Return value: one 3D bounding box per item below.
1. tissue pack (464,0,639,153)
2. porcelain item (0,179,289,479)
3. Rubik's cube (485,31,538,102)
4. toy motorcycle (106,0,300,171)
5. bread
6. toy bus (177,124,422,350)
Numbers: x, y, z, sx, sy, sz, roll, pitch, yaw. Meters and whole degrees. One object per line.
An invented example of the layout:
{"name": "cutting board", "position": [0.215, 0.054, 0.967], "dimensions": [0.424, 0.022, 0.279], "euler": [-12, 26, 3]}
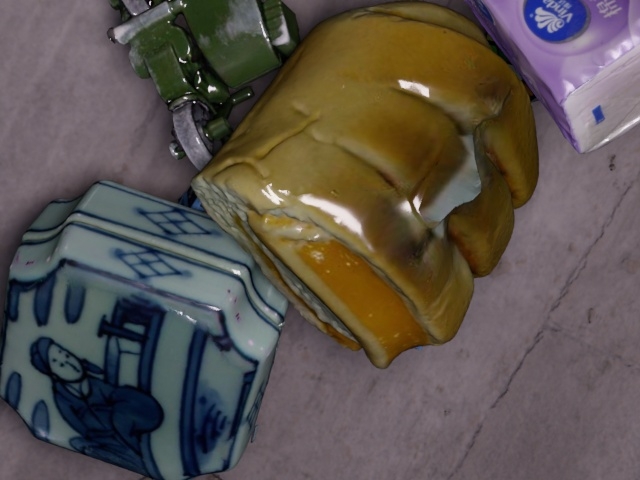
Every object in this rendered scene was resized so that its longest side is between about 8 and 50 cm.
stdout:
{"name": "tissue pack", "position": [0.246, -0.290, 1.581], "dimensions": [0.242, 0.160, 0.338], "euler": [-35, 65, 3]}
{"name": "porcelain item", "position": [-0.184, 0.103, 1.715], "dimensions": [0.285, 0.157, 0.281], "euler": [19, 128, 2]}
{"name": "Rubik's cube", "position": [0.233, -0.208, 1.718], "dimensions": [0.133, 0.112, 0.133], "euler": [-1, 108, -2]}
{"name": "toy motorcycle", "position": [-0.102, -0.216, 1.663], "dimensions": [0.205, 0.127, 0.275], "euler": [-24, 82, 14]}
{"name": "bread", "position": [0.086, -0.074, 1.611], "dimensions": [0.341, 0.210, 0.300], "euler": [-52, 121, -24]}
{"name": "toy bus", "position": [0.000, 0.000, 1.778], "dimensions": [0.297, 0.106, 0.131], "euler": [29, 102, -14]}
